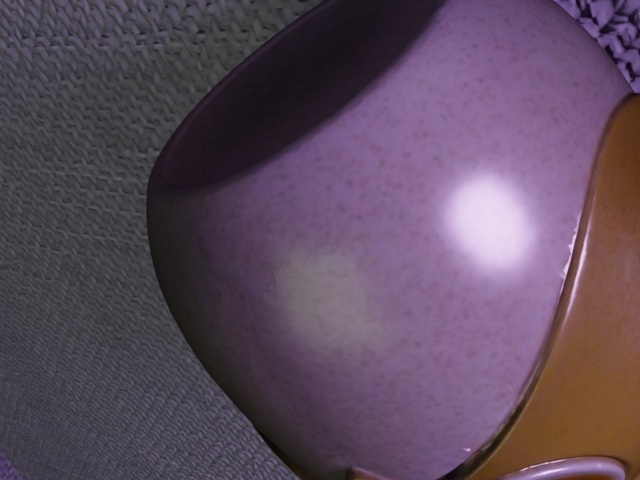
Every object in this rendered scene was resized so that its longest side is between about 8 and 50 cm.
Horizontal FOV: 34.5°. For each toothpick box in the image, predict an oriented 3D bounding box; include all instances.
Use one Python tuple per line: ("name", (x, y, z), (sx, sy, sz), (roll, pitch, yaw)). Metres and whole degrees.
("toothpick box", (0.101, 0.031, 0.836), (0.409, 0.409, 0.425), (-10, 127, 48))
